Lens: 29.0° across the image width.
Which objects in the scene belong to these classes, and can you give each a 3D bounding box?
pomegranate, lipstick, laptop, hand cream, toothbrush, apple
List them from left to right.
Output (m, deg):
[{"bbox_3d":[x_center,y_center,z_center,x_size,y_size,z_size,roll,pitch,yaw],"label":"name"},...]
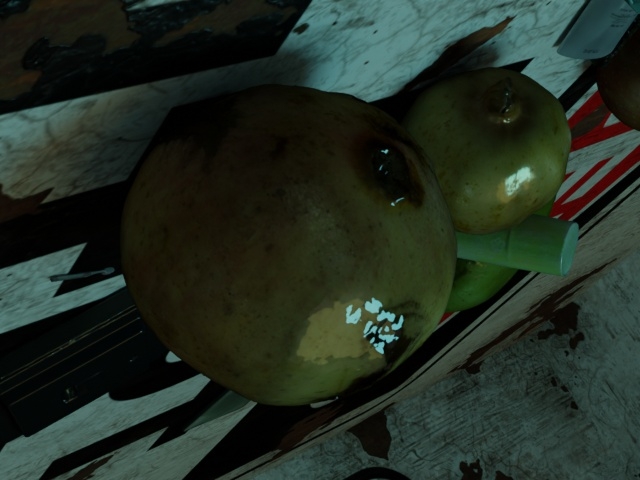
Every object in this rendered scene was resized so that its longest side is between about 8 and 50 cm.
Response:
[{"bbox_3d":[-0.258,0.037,1.342,0.008,0.006,0.097,-37,165,29],"label":"toothbrush"},{"bbox_3d":[-0.128,0.269,2.330,0.269,0.015,0.188,-43,163,32],"label":"laptop"},{"bbox_3d":[-0.023,0.005,1.152,0.322,0.322,0.322,-31,165,-9],"label":"pomegranate"},{"bbox_3d":[0.167,-0.015,1.564,0.076,0.304,0.076,12,90,-67],"label":"lipstick"},{"bbox_3d":[0.190,-0.108,1.464,0.207,0.207,0.207,-31,165,-9],"label":"pomegranate"},{"bbox_3d":[0.365,-0.293,1.500,0.079,0.048,0.255,0,157,-12],"label":"hand cream"},{"bbox_3d":[0.486,-0.232,1.726,0.201,0.162,0.201,-30,163,-10],"label":"apple"}]

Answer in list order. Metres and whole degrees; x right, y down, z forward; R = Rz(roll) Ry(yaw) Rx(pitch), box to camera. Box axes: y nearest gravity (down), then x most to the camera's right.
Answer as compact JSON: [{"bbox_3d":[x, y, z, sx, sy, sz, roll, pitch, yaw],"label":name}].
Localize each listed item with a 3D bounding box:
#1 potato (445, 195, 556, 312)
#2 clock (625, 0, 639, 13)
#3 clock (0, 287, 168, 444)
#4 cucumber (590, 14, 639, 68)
[{"bbox_3d":[0.199,-0.028,1.709,0.216,0.216,0.304,-21,151,-39],"label":"potato"},{"bbox_3d":[0.389,-0.364,1.237,0.262,0.116,0.231,-36,170,13],"label":"clock"},{"bbox_3d":[-0.309,0.165,1.560,0.273,0.049,0.279,-30,165,-15],"label":"clock"},{"bbox_3d":[0.408,-0.306,1.565,0.044,0.043,0.256,-31,165,-30],"label":"cucumber"}]
